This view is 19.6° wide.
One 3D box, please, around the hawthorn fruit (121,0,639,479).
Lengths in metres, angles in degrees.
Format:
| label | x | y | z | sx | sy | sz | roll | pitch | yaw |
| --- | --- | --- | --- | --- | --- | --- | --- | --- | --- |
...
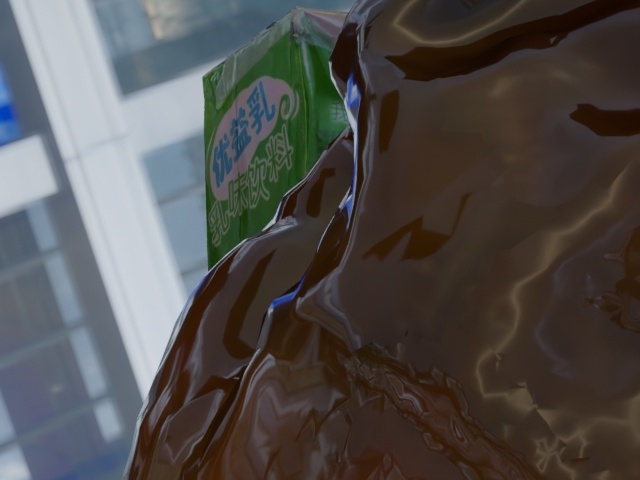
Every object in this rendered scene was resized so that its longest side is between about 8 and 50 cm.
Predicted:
| label | x | y | z | sx | sy | sz | roll | pitch | yaw |
| --- | --- | --- | --- | --- | --- | --- | --- | --- | --- |
| hawthorn fruit | 0.171 | 0.091 | 0.525 | 0.472 | 0.472 | 0.472 | -16 | -166 | 4 |

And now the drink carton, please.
| label | x | y | z | sx | sy | sz | roll | pitch | yaw |
| --- | --- | --- | --- | --- | --- | --- | --- | --- | --- |
| drink carton | 0.000 | 0.000 | 1.197 | 0.108 | 0.271 | 0.161 | 3 | 167 | -27 |
